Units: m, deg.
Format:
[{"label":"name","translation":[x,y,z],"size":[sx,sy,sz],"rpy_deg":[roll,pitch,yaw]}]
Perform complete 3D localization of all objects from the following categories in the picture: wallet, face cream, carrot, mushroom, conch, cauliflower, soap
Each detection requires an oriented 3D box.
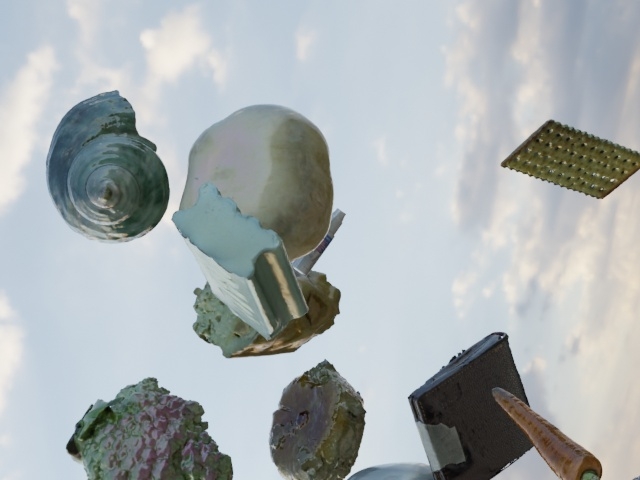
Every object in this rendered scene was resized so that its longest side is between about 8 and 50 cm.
[{"label":"wallet","translation":[0.279,0.313,1.920],"size":[0.262,0.071,0.221],"rpy_deg":[-28,-73,-36]},{"label":"face cream","translation":[0.000,0.000,1.850],"size":[0.130,0.034,0.034],"rpy_deg":[-54,-24,-8]},{"label":"carrot","translation":[0.336,0.298,1.618],"size":[0.061,0.257,0.061],"rpy_deg":[-12,-62,-23]},{"label":"mushroom","translation":[-0.083,-0.062,1.599],"size":[0.260,0.254,0.234],"rpy_deg":[-45,-31,1]},{"label":"conch","translation":[-0.322,-0.101,1.639],"size":[0.277,0.195,0.220],"rpy_deg":[-108,37,-69]},{"label":"cauliflower","translation":[-0.246,0.345,1.632],"size":[0.256,0.239,0.315],"rpy_deg":[64,180,43]},{"label":"soap","translation":[-0.082,0.029,1.151],"size":[0.063,0.114,0.198],"rpy_deg":[-47,-23,-13]}]

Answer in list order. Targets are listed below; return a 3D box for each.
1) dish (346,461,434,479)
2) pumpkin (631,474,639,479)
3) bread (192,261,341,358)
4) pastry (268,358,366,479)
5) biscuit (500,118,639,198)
[{"label":"dish","translation":[0.129,0.516,1.929],"size":[0.117,0.256,0.256],"rpy_deg":[33,-107,-68]},{"label":"pumpkin","translation":[0.542,0.447,1.647],"size":[0.163,0.233,0.233],"rpy_deg":[62,-148,-8]},{"label":"bread","translation":[-0.120,0.143,2.298],"size":[0.252,0.238,0.196],"rpy_deg":[1,-119,-57]},{"label":"pastry","translation":[-0.016,0.379,2.183],"size":[0.121,0.257,0.236],"rpy_deg":[25,-76,-35]},{"label":"biscuit","translation":[0.434,-0.135,1.824],"size":[0.139,0.231,0.016],"rpy_deg":[-46,38,45]}]
